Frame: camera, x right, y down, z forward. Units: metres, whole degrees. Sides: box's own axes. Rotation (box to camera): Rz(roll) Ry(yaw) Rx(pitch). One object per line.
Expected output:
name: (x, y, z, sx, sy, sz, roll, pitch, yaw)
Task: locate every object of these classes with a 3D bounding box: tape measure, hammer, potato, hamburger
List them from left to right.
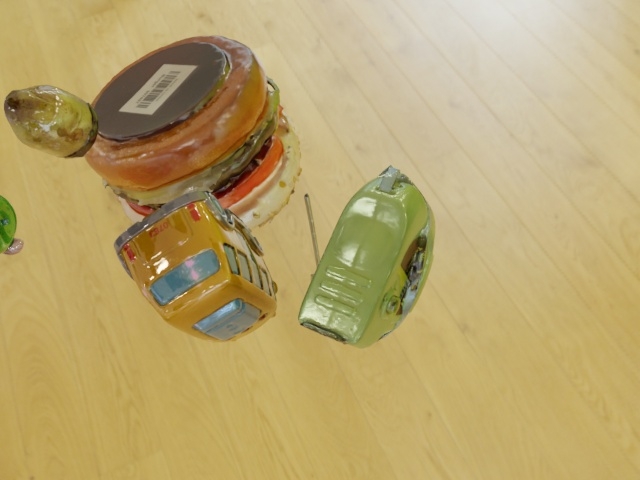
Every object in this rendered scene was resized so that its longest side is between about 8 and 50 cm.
potato: (-0.353, -0.160, 1.064, 0.066, 0.103, 0.096, -9, 86, 28)
hamburger: (-0.199, -0.153, 1.300, 0.330, 0.250, 0.330, -15, 41, 14)
hammer: (0.000, 0.000, 1.503, 0.060, 0.195, 0.028, -13, 29, -6)
tape measure: (0.060, 0.023, 0.902, 0.106, 0.175, 0.200, 17, 81, 23)

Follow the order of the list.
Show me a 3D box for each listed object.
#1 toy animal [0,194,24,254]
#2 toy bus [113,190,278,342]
toy animal: (-0.435, 0.010, 0.884, 0.208, 0.100, 0.103, -6, 48, 4)
toy bus: (-0.129, 0.043, 0.940, 0.126, 0.209, 0.136, -32, 67, 5)
